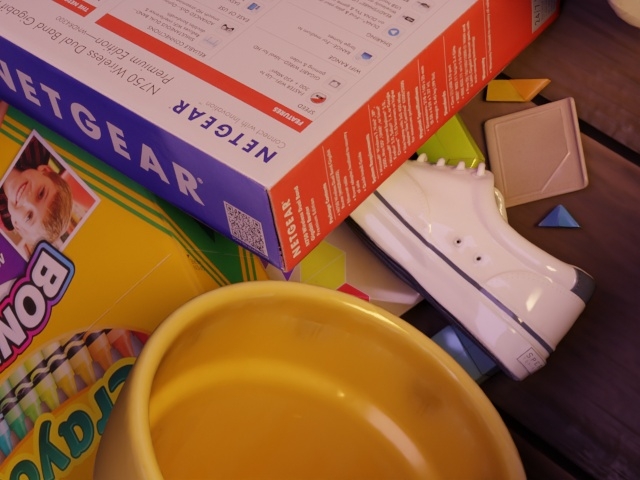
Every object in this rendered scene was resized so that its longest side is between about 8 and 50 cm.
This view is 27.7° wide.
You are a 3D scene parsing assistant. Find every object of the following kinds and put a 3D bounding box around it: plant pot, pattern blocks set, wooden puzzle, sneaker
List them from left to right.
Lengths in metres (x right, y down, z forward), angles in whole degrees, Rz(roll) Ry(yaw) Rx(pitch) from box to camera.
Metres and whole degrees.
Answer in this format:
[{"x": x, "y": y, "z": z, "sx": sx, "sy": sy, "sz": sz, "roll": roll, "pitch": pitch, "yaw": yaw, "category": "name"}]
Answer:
[{"x": -0.035, "y": 0.194, "z": 0.807, "sx": 0.254, "sy": 0.254, "sz": 0.239, "roll": 53, "pitch": 133, "yaw": 26, "category": "plant pot"}, {"x": 0.000, "y": 0.000, "z": 0.989, "sx": 0.285, "sy": 0.026, "sz": 0.324, "roll": -29, "pitch": 69, "yaw": 23, "category": "pattern blocks set"}, {"x": 0.079, "y": -0.017, "z": 0.892, "sx": 0.091, "sy": 0.094, "sz": 0.258, "roll": -44, "pitch": 67, "yaw": -4, "category": "sneaker"}, {"x": 0.153, "y": -0.062, "z": 0.921, "sx": 0.079, "sy": 0.014, "sz": 0.116, "roll": -8, "pitch": 78, "yaw": 33, "category": "wooden puzzle"}]

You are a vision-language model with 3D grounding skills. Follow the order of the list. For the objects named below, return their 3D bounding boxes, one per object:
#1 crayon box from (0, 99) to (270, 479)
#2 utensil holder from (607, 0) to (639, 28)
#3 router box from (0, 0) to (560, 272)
[{"x": -0.221, "y": 0.074, "z": 1.037, "sx": 0.363, "sy": 0.106, "sz": 0.313, "roll": -42, "pitch": 62, "yaw": 24, "category": "crayon box"}, {"x": 0.238, "y": -0.361, "z": 0.746, "sx": 0.328, "sy": 0.328, "sz": 0.385, "roll": -28, "pitch": 71, "yaw": 23, "category": "utensil holder"}, {"x": -0.053, "y": -0.168, "z": 0.922, "sx": 0.335, "sy": 0.082, "sz": 0.301, "roll": 31, "pitch": 60, "yaw": 30, "category": "router box"}]
